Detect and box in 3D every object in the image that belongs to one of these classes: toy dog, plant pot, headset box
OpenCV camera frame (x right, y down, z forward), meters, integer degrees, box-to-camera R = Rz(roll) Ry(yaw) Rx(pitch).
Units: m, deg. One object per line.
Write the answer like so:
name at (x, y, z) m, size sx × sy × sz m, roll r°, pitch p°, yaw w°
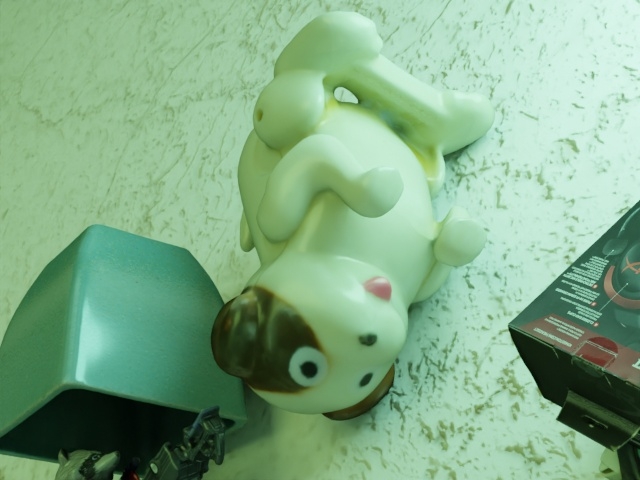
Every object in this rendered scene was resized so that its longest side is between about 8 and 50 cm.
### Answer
toy dog at (0.000, 0.000, 1.476) m, size 0.395 × 0.284 × 0.407 m, roll -22°, pitch 48°, yaw 35°
plant pot at (-0.258, 0.128, 1.586) m, size 0.247 × 0.248 × 0.252 m, roll -35°, pitch 48°, yaw 44°
headset box at (0.331, 0.071, 1.132) m, size 0.293 × 0.110 × 0.218 m, roll -41°, pitch 34°, yaw -17°

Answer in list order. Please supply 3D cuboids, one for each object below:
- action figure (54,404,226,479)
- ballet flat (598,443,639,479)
action figure at (-0.210, 0.349, 1.434) m, size 0.330 × 0.179 × 0.341 m, roll 50°, pitch 129°, yaw 36°
ballet flat at (0.289, 0.223, 1.156) m, size 0.074 × 0.074 × 0.203 m, roll -25°, pitch 47°, yaw 32°
